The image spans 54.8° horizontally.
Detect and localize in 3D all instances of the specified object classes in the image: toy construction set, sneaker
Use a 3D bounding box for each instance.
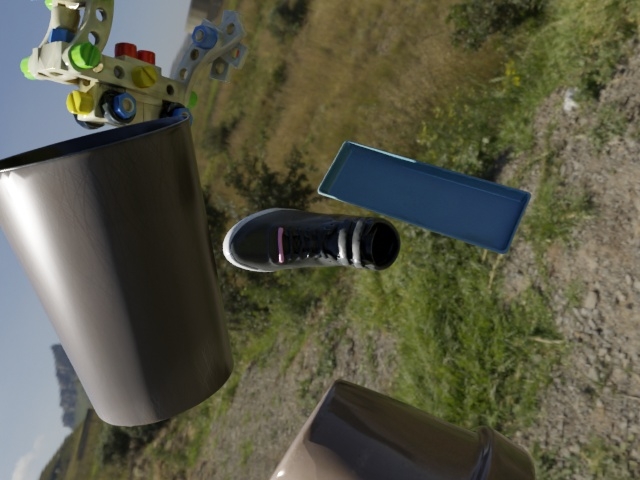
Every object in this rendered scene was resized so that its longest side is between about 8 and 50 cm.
[{"bbox_3d":[-0.250,-0.254,0.832,0.151,0.328,0.215,-1,89,47],"label":"toy construction set"},{"bbox_3d":[0.000,0.000,0.997,0.147,0.296,0.104,6,98,59],"label":"sneaker"}]

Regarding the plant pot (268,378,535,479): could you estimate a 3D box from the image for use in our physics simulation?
[{"bbox_3d":[0.070,0.283,0.697,0.263,0.229,0.263,-56,-7,-10],"label":"plant pot"}]

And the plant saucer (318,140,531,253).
[{"bbox_3d":[0.095,-0.042,0.588,0.067,0.192,0.018,-61,-24,-19],"label":"plant saucer"}]

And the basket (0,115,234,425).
[{"bbox_3d":[-0.164,0.026,0.524,0.204,0.154,0.227,0,112,39],"label":"basket"}]
